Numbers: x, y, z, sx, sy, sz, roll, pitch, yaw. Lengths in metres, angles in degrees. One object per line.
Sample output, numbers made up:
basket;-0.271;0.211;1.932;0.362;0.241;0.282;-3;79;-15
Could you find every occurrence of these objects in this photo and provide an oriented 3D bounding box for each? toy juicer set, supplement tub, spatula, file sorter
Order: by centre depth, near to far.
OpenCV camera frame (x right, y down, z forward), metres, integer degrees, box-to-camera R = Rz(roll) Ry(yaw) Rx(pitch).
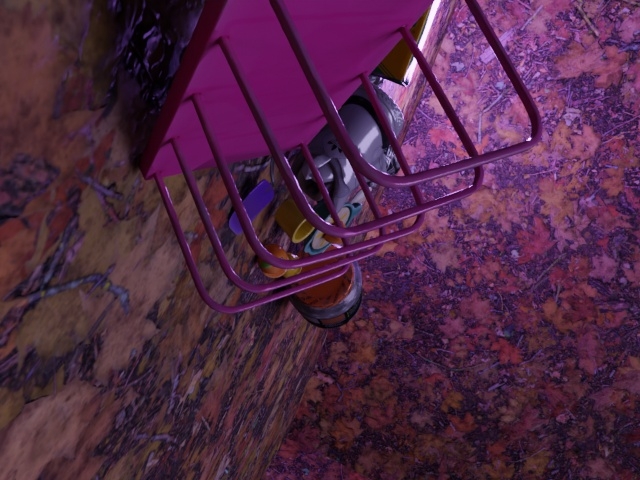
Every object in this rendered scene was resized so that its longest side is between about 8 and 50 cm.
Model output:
file sorter;0.000;-0.074;0.471;0.202;0.182;0.290;-18;168;-35
spatula;-0.067;-0.144;0.894;0.084;0.030;0.297;63;51;-74
toy juicer set;0.000;0.000;1.155;0.329;0.089;0.209;-18;144;-56
supplement tub;0.013;0.117;1.419;0.316;0.193;0.194;77;37;-74

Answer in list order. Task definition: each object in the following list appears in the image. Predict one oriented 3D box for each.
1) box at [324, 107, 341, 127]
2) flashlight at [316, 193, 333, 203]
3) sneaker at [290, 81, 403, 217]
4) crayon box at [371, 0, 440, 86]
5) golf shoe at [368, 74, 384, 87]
box;0.037;-0.288;1.092;0.178;0.042;0.109;-43;155;-65
flashlight;0.074;-0.198;1.314;0.103;0.103;0.304;100;15;-53
sneaker;0.050;-0.149;1.080;0.210;0.137;0.366;-47;168;-5
crayon box;0.106;-0.400;0.848;0.081;0.165;0.279;-34;145;-72
golf shoe;0.131;-0.407;1.270;0.198;0.077;0.094;-49;171;-41
